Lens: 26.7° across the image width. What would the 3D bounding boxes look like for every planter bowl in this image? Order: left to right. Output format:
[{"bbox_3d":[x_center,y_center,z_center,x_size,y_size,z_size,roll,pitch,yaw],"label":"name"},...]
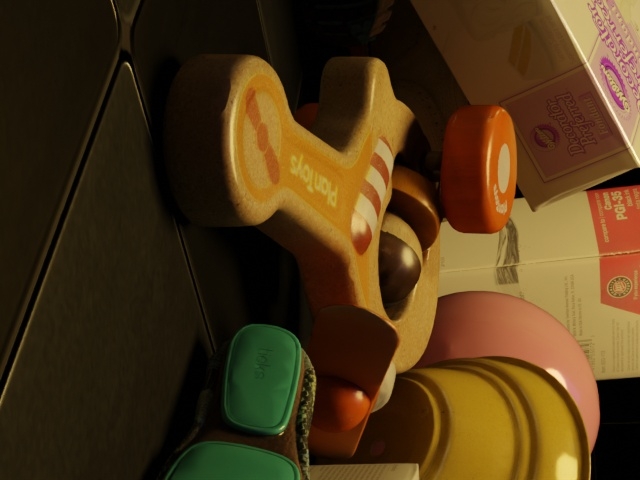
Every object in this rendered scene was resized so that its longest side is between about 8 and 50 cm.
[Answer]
[{"bbox_3d":[0.061,0.153,0.892,0.090,0.217,0.217,39,40,-35],"label":"planter bowl"}]

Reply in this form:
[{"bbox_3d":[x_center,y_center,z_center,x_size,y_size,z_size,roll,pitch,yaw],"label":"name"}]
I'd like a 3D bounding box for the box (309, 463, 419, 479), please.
[{"bbox_3d":[0.014,0.187,0.781,0.102,0.087,0.101,-19,105,-80],"label":"box"}]

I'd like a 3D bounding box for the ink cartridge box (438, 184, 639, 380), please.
[{"bbox_3d":[0.231,0.059,1.526,0.117,0.283,0.207,-88,170,-46],"label":"ink cartridge box"}]

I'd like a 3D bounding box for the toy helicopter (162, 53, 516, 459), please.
[{"bbox_3d":[0.000,0.000,0.760,0.355,0.140,0.235,32,64,-65],"label":"toy helicopter"}]

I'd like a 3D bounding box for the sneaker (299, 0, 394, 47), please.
[{"bbox_3d":[0.013,-0.231,0.972,0.083,0.071,0.191,-90,172,-52],"label":"sneaker"}]

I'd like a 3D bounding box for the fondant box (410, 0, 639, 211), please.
[{"bbox_3d":[0.177,-0.207,1.054,0.238,0.096,0.330,57,32,-17],"label":"fondant box"}]

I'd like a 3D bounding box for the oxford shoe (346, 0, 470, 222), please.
[{"bbox_3d":[0.086,-0.187,1.140,0.140,0.146,0.397,62,27,-66],"label":"oxford shoe"}]

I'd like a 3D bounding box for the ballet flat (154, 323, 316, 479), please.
[{"bbox_3d":[-0.036,0.109,0.601,0.188,0.070,0.070,-67,152,-62],"label":"ballet flat"}]

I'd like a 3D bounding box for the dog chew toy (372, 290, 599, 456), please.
[{"bbox_3d":[0.119,0.196,1.116,0.332,0.206,0.207,-69,156,-47],"label":"dog chew toy"}]
